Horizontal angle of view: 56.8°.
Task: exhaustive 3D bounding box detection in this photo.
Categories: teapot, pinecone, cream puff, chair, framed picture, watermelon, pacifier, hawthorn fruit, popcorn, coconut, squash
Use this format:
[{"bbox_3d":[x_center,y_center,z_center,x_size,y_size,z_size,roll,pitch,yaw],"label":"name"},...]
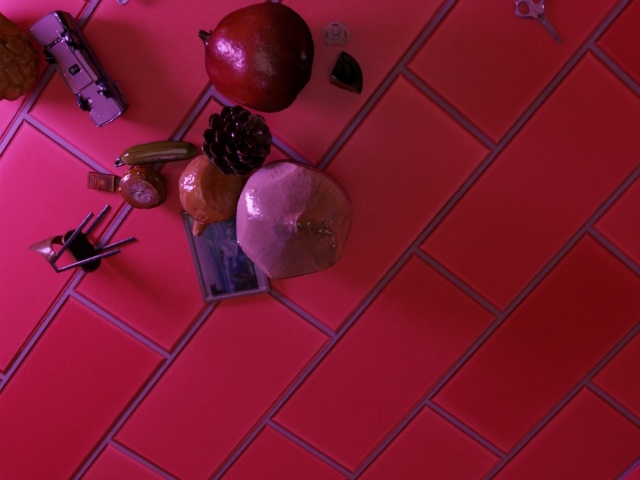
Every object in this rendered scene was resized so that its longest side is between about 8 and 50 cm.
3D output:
[{"bbox_3d":[-0.340,-0.167,1.769,0.167,0.203,0.312,3,86,39],"label":"teapot"},{"bbox_3d":[-0.224,-0.282,1.647,0.207,0.208,0.208,-1,107,-2],"label":"pinecone"},{"bbox_3d":[-0.529,-0.161,1.785,0.143,0.103,0.126,30,117,-10],"label":"cream puff"},{"bbox_3d":[-0.729,0.016,1.803,0.246,0.159,0.172,-34,102,7],"label":"chair"},{"bbox_3d":[-0.297,0.037,1.893,0.231,0.024,0.315,-10,106,3],"label":"framed picture"},{"bbox_3d":[0.069,-0.471,1.736,0.094,0.125,0.135,-19,129,34],"label":"watermelon"},{"bbox_3d":[0.046,-0.597,1.694,0.083,0.064,0.068,-2,89,-2],"label":"pacifier"},{"bbox_3d":[-0.164,-0.489,1.615,0.311,0.295,0.295,-6,109,26],"label":"hawthorn fruit"},{"bbox_3d":[-0.907,-0.505,1.614,0.257,0.224,0.271,12,115,12],"label":"popcorn"},{"bbox_3d":[-0.079,-0.056,1.698,0.346,0.360,0.347,0,105,-1],"label":"coconut"},{"bbox_3d":[-0.495,-0.263,1.773,0.251,0.066,0.066,-6,107,0],"label":"squash"}]

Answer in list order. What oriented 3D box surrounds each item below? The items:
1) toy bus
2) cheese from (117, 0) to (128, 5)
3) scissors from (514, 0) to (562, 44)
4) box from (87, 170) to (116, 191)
[{"bbox_3d":[-0.667,-0.480,1.672,0.112,0.138,0.317,-26,107,11],"label":"toy bus"},{"bbox_3d":[-0.487,-0.770,1.622,0.248,0.071,0.164,-24,106,6],"label":"cheese"},{"bbox_3d":[0.646,-0.643,1.725,0.100,0.015,0.189,-43,104,8],"label":"scissors"},{"bbox_3d":[-0.671,-0.180,1.816,0.081,0.023,0.052,8,107,-4],"label":"box"}]
